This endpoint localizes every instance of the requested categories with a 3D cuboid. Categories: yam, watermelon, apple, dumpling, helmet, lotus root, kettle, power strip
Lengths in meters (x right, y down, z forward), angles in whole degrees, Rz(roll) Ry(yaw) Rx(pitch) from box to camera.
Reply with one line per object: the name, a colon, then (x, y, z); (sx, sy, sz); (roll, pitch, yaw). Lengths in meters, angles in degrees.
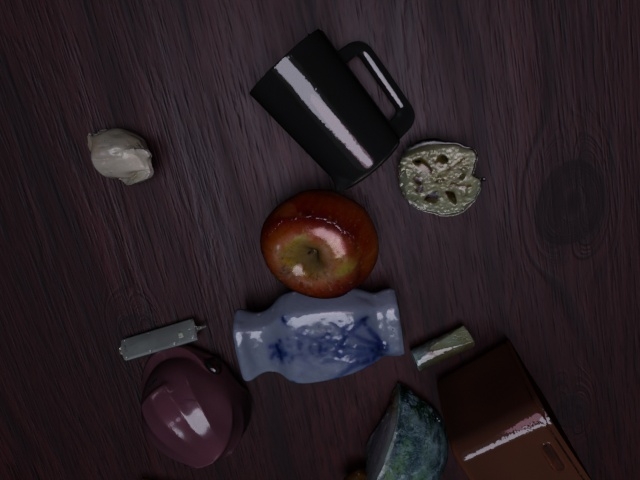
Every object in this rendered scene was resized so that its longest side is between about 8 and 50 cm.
yam: (0.318, 0.283, 1.397); (0.169, 0.068, 0.068); (-28, 102, 10)
watermelon: (0.232, 0.566, 1.465); (0.290, 0.214, 0.319); (23, 65, -35)
apple: (0.000, 0.000, 1.249); (0.272, 0.206, 0.251); (-3, 118, 19)
dumpling: (-0.478, -0.196, 1.284); (0.199, 0.118, 0.136); (15, 123, 27)
helmet: (-0.349, 0.455, 1.411); (0.271, 0.197, 0.338); (-41, 101, 14)
lotus root: (0.285, -0.160, 1.277); (0.204, 0.078, 0.183); (18, 117, 2)
kettle: (0.032, -0.300, 1.214); (0.308, 0.262, 0.203); (47, 136, -12)
power strip: (-0.421, 0.263, 1.434); (0.253, 0.027, 0.060); (-17, 78, 7)

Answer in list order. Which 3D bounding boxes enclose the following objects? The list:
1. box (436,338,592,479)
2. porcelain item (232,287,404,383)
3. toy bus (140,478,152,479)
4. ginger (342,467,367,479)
box: (0.446, 0.445, 1.300); (0.229, 0.339, 0.239); (-31, 102, 13)
porcelain item: (-0.002, 0.231, 1.342); (0.405, 0.178, 0.242); (-9, 104, 2)
toy bus: (-0.459, 0.751, 1.556); (0.162, 0.074, 0.069); (13, 98, 1)
ginger: (0.196, 0.738, 1.510); (0.309, 0.107, 0.133); (40, 90, -12)
